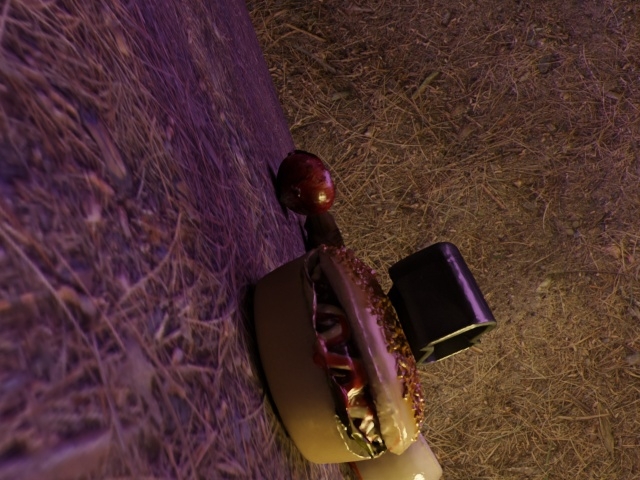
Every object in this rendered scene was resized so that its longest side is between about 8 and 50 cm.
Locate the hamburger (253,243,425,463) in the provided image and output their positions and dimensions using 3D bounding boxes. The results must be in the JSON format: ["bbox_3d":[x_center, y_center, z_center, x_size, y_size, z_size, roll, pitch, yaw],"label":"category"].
[{"bbox_3d":[0.028,0.147,0.724,0.302,0.170,0.302,-20,90,-86],"label":"hamburger"}]

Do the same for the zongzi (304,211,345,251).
[{"bbox_3d":[0.000,0.000,1.643,0.242,0.112,0.221,28,40,-73],"label":"zongzi"}]

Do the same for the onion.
[{"bbox_3d":[-0.053,-0.140,1.414,0.183,0.147,0.184,26,-50,36],"label":"onion"}]

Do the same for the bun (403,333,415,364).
[{"bbox_3d":[0.090,0.234,1.278,0.299,0.164,0.299,52,16,-22],"label":"bun"}]

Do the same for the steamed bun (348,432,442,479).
[{"bbox_3d":[0.113,0.376,1.023,0.232,0.145,0.232,58,-2,4],"label":"steamed bun"}]

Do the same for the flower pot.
[{"bbox_3d":[0.149,0.089,0.707,0.229,0.103,0.108,66,1,-68],"label":"flower pot"}]
